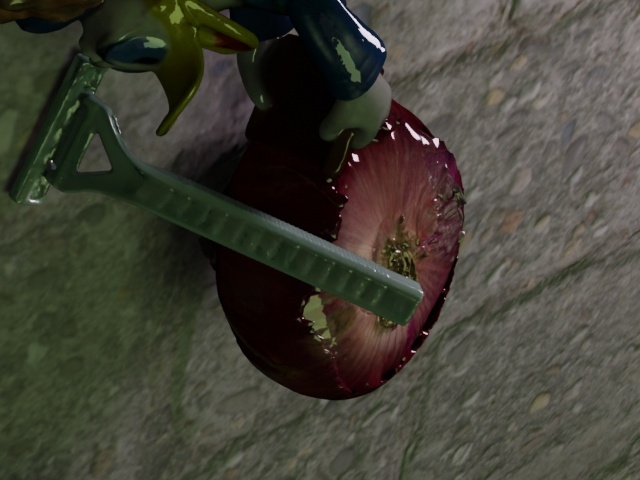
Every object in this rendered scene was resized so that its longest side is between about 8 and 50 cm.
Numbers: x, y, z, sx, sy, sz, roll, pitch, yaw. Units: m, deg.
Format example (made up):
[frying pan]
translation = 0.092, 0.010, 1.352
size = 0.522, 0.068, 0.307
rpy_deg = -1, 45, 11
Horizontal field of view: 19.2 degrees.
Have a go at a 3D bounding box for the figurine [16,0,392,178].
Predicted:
[figurine]
translation = -0.040, -0.167, 1.215
size = 0.338, 0.204, 0.283
rpy_deg = -14, 130, -24

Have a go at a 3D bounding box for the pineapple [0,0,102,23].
[pineapple]
translation = -0.215, -0.265, 0.861
size = 0.357, 0.223, 0.223
rpy_deg = 37, 91, -39

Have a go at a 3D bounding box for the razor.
[razor]
translation = -0.060, -0.014, 1.256
size = 0.111, 0.278, 0.056
rpy_deg = -62, -174, 16

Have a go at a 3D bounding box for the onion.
[onion]
translation = 0.011, 0.000, 1.413
size = 0.248, 0.161, 0.248
rpy_deg = -30, 138, -31
